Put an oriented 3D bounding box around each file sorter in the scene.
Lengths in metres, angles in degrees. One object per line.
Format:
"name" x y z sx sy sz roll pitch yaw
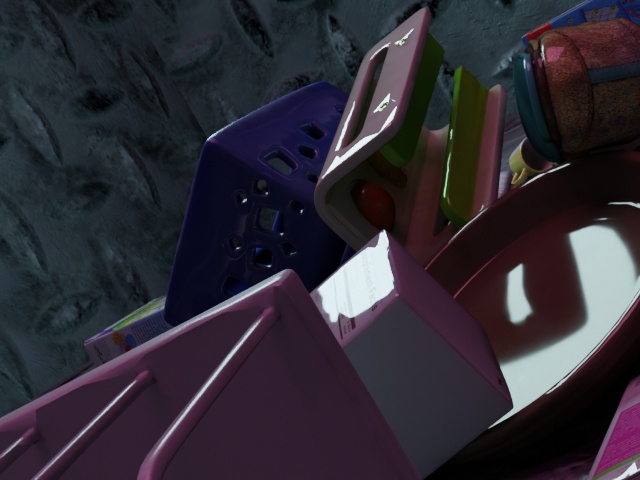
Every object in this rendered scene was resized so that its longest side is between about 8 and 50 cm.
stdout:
"file sorter" -0.097 0.176 0.450 0.278 0.192 0.173 -28 9 22

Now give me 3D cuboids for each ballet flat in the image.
"ballet flat" 0.225 -0.123 0.955 0.123 0.123 0.348 -29 0 9

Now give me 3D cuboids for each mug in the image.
"mug" 0.323 -0.125 1.801 0.078 0.062 0.064 -25 -5 -22

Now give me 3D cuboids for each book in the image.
"book" 0.188 0.090 0.579 0.096 0.035 0.144 -30 4 32

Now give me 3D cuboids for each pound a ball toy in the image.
"pound a ball toy" 0.104 -0.050 1.055 0.136 0.208 0.319 -38 19 30

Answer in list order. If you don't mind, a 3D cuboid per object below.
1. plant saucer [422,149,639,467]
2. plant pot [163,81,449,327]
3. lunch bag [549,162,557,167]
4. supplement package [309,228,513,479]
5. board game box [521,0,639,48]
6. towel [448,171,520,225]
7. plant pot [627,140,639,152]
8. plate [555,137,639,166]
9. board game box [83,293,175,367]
"plant saucer" 0.136 0.049 0.789 0.278 0.041 0.278 -39 19 16
"plant pot" 0.000 0.000 1.205 0.236 0.212 0.236 -34 -31 -52
"lunch bag" 0.426 -0.181 1.406 0.293 0.120 0.258 -33 7 -40
"supplement package" 0.013 0.101 0.717 0.179 0.105 0.105 -41 18 13
"board game box" 0.421 -0.281 1.252 0.302 0.086 0.308 -25 4 40
"towel" 0.113 0.021 1.576 0.332 0.053 0.317 -29 5 23
"plant pot" 0.258 -0.020 0.896 0.109 0.109 0.096 -34 -4 -38
"plate" 0.352 -0.142 1.059 0.277 0.045 0.278 -39 7 -24
"board game box" -0.154 0.131 1.468 0.142 0.144 0.275 -34 7 -42
